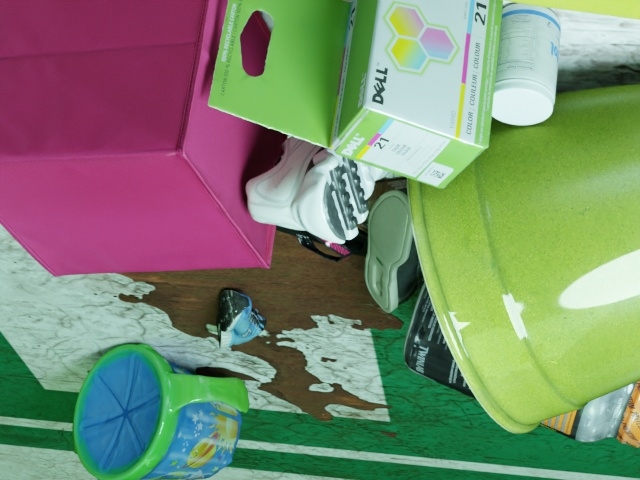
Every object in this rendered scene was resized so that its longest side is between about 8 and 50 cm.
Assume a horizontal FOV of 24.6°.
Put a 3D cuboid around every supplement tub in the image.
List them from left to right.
[{"bbox_3d":[0.204,-0.178,1.476,0.071,0.107,0.071,7,154,3],"label":"supplement tub"},{"bbox_3d":[0.281,0.132,1.852,0.316,0.193,0.193,22,157,14],"label":"supplement tub"}]

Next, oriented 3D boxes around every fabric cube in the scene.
[{"bbox_3d":[-0.196,-0.130,1.536,0.258,0.259,0.254,-3,151,19],"label":"fabric cube"}]

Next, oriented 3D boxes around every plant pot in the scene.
[{"bbox_3d":[0.328,-0.014,1.546,0.353,0.366,0.366,-17,145,23],"label":"plant pot"}]

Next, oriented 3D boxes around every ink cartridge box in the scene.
[{"bbox_3d":[0.037,-0.183,1.427,0.255,0.188,0.097,17,151,-17],"label":"ink cartridge box"}]

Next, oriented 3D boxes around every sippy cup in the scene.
[{"bbox_3d":[-0.264,0.312,2.510,0.305,0.240,0.224,18,178,45],"label":"sippy cup"}]

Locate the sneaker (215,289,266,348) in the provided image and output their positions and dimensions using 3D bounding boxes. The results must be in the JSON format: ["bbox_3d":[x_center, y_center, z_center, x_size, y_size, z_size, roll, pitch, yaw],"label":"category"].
[{"bbox_3d":[-0.118,0.116,2.247,0.073,0.063,0.162,-5,160,-11],"label":"sneaker"}]

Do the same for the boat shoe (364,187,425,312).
[{"bbox_3d":[0.107,0.002,1.854,0.079,0.084,0.233,-25,152,-17],"label":"boat shoe"}]

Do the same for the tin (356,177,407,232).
[{"bbox_3d":[0.129,-0.043,1.855,0.190,0.040,0.106,-6,154,29],"label":"tin"}]

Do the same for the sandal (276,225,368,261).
[{"bbox_3d":[0.000,0.000,1.975,0.179,0.040,0.067,16,153,-14],"label":"sandal"}]

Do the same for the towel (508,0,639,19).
[{"bbox_3d":[0.284,-0.254,1.403,0.237,0.021,0.102,8,148,4],"label":"towel"}]

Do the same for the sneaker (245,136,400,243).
[{"bbox_3d":[0.023,-0.096,1.547,0.118,0.292,0.110,-1,116,31],"label":"sneaker"}]
